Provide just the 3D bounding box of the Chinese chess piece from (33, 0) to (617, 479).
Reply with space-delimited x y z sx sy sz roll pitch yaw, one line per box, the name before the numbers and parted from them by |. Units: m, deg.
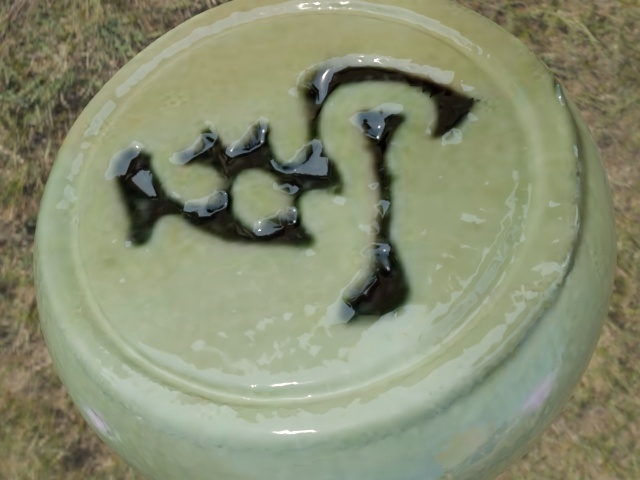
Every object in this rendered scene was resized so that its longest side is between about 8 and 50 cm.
Chinese chess piece | 0.000 0.000 0.445 0.250 0.250 0.101 -23 147 -2
